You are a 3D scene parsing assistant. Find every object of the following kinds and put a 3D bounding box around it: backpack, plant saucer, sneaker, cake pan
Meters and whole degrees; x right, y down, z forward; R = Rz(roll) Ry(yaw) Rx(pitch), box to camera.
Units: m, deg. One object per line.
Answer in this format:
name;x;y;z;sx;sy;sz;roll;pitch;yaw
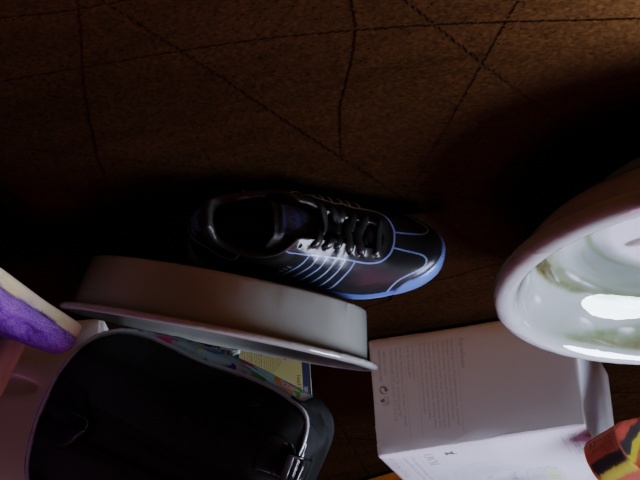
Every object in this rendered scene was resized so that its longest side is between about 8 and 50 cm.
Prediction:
backpack;-0.132;0.200;1.583;0.253;0.225;0.191;22;179;11
plant saucer;0.348;-0.001;1.515;0.400;0.100;0.400;-2;156;-1
sneaker;0.000;0.000;1.499;0.232;0.081;0.090;1;163;-7
cake pan;-0.088;0.065;1.558;0.293;0.054;0.293;11;174;1

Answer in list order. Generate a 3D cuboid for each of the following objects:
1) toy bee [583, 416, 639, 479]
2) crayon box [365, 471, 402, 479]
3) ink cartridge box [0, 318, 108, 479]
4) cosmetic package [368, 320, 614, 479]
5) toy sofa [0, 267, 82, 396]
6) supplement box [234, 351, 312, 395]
toy bee;0.419;0.222;1.795;0.298;0.162;0.195;-25;166;-21
crayon box;0.120;0.467;2.271;0.363;0.313;0.106;-22;153;35
ink cartridge box;-0.302;0.223;1.817;0.198;0.197;0.270;-4;156;2
cosmetic package;0.194;0.188;1.876;0.224;0.138;0.224;-12;154;15
toy sofa;-0.365;0.061;1.436;0.177;0.150;0.362;18;165;25
supplement box;-0.051;0.156;1.837;0.083;0.083;0.056;-4;157;-1
